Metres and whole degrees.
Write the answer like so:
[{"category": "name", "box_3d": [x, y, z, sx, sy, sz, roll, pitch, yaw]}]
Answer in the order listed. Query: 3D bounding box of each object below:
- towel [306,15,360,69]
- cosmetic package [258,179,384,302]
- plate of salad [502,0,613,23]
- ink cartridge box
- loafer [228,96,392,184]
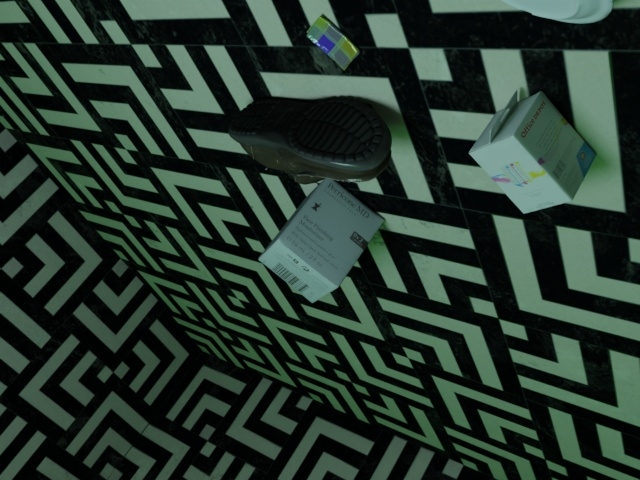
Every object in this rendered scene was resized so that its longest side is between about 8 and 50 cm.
[{"category": "towel", "box_3d": [0.019, -0.302, 1.027, 0.083, 0.009, 0.060, 41, 154, -12]}, {"category": "cosmetic package", "box_3d": [0.000, 0.000, 1.358, 0.151, 0.184, 0.151, 38, 155, -6]}, {"category": "plate of salad", "box_3d": [0.219, -0.293, 0.709, 0.199, 0.048, 0.200, 30, -175, -3]}, {"category": "ink cartridge box", "box_3d": [0.283, -0.124, 0.915, 0.143, 0.092, 0.090, 44, 154, -14]}, {"category": "loafer", "box_3d": [-0.006, -0.167, 1.173, 0.365, 0.134, 0.130, 23, 157, 46]}]
